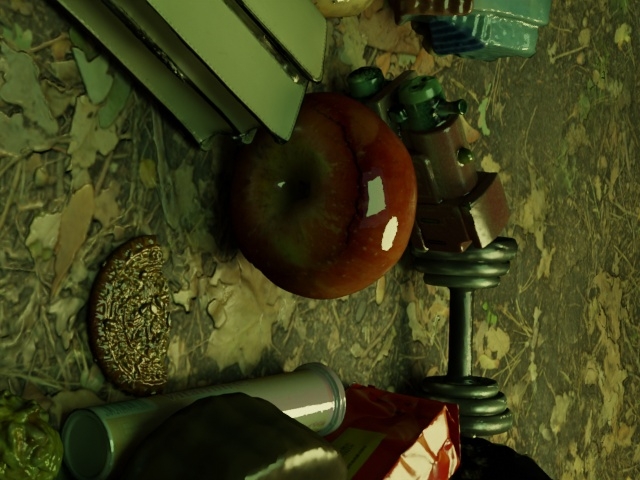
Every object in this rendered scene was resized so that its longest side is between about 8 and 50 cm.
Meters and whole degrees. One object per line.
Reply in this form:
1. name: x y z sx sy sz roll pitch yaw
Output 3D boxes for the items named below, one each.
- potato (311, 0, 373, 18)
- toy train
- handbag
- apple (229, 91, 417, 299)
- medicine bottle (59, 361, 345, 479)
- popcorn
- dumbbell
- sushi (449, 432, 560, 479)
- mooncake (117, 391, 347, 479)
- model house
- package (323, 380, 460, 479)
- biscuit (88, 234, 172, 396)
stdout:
1. potato: 0.006 -0.398 1.661 0.235 0.128 0.161 30 64 -43
2. toy train: 0.146 -0.122 1.780 0.150 0.222 0.304 -45 125 -38
3. handbag: -0.148 -0.301 1.451 0.358 0.160 0.236 45 51 -43
4. apple: 0.012 -0.059 1.593 0.206 0.252 0.271 10 60 -54
5. medicine bottle: -0.142 0.233 1.542 0.426 0.108 0.108 -2 94 -50
6. popcorn: -0.336 0.216 1.285 0.121 0.116 0.106 20 62 -8
7. dumbbell: 0.229 0.150 1.940 0.179 0.179 0.406 -2 95 -52
8. sushi: 0.223 0.495 1.845 0.285 0.329 0.327 -59 142 -36
9. mooncake: -0.115 0.327 1.410 0.290 0.161 0.290 -31 137 -34
10. model house: 0.164 -0.431 1.785 0.329 0.252 0.294 -1 95 -46
11. package: 0.026 0.363 1.684 0.423 0.196 0.123 -42 126 -41
12. biscuit: -0.234 0.100 1.470 0.126 0.025 0.206 -12 101 -51
